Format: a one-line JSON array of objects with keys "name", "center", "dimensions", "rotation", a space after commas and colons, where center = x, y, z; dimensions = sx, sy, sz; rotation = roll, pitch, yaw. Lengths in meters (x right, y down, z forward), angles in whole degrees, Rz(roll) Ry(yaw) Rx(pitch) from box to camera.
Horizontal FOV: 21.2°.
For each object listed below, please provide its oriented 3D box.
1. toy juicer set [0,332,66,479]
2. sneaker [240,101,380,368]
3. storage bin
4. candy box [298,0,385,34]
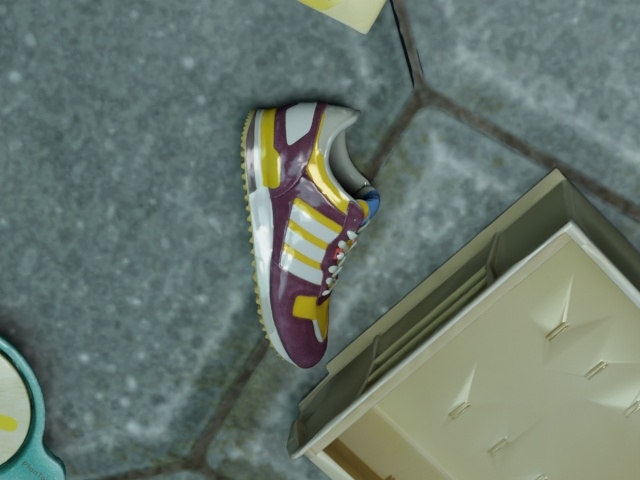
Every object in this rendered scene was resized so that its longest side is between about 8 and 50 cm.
[{"name": "toy juicer set", "center": [-0.289, 0.124, 1.195], "dimensions": [0.209, 0.089, 0.329], "rotation": [-18, 110, 12]}, {"name": "sneaker", "center": [0.000, 0.000, 1.126], "dimensions": [0.084, 0.069, 0.185], "rotation": [-4, 113, 13]}, {"name": "storage bin", "center": [0.154, 0.137, 1.140], "dimensions": [0.262, 0.123, 0.260], "rotation": [44, 109, -13]}, {"name": "candy box", "center": [0.020, -0.302, 0.987], "dimensions": [0.183, 0.087, 0.316], "rotation": [26, 111, -7]}]
